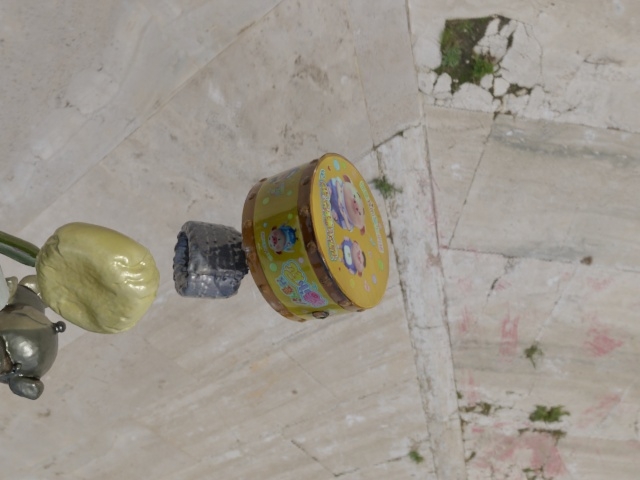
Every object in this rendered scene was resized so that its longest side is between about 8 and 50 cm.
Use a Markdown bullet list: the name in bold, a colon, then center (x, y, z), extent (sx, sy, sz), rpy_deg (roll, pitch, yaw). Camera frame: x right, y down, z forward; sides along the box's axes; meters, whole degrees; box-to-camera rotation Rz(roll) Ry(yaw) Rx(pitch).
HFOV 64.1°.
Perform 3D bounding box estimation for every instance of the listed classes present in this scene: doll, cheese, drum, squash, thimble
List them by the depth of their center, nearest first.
- **cheese**: center (-0.422, 0.068, 0.966), extent (0.226, 0.117, 0.214), rpy_deg (34, 124, -12)
- **squash**: center (-0.681, 0.007, 1.096), extent (0.052, 0.052, 0.183), rpy_deg (-37, 133, 26)
- **drum**: center (0.000, 0.000, 1.349), extent (0.214, 0.431, 0.431), rpy_deg (-15, 125, 29)
- **doll**: center (-0.887, 0.295, 1.383), extent (0.378, 0.382, 0.252), rpy_deg (-32, 131, -3)
- **thimble**: center (-0.310, 0.056, 1.437), extent (0.172, 0.236, 0.205), rpy_deg (6, 108, -26)

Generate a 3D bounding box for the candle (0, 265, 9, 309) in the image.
- **candle**: center (-0.691, 0.050, 0.908), extent (0.221, 0.221, 0.343), rpy_deg (0, 115, 3)
